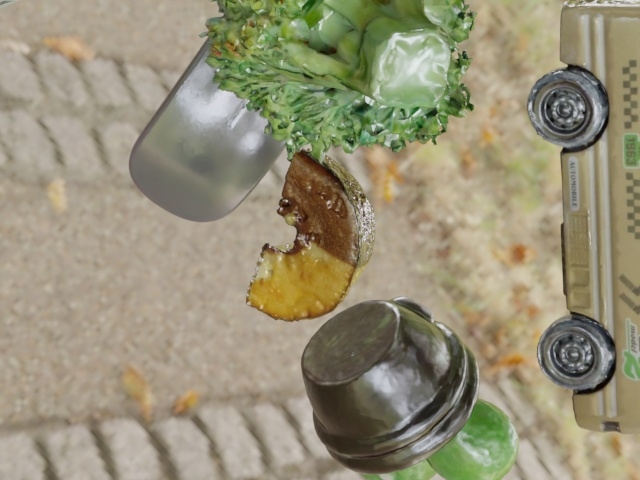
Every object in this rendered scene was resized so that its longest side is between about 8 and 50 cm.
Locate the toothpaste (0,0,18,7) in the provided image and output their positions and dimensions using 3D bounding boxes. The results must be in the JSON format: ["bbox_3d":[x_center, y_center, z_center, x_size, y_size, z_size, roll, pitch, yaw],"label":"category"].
[{"bbox_3d":[-0.338,-0.269,1.625,0.081,0.337,0.067,-4,87,-42],"label":"toothpaste"}]

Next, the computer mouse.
[{"bbox_3d":[-0.082,-0.121,1.504,0.120,0.232,0.057,34,8,-20],"label":"computer mouse"}]

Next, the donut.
[{"bbox_3d":[-0.001,0.002,1.959,0.141,0.217,0.085,32,27,18],"label":"donut"}]

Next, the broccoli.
[{"bbox_3d":[0.037,-0.129,0.976,0.194,0.219,0.194,27,14,-7],"label":"broccoli"}]

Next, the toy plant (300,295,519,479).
[{"bbox_3d":[0.085,0.175,1.653,0.235,0.218,0.175,52,58,-31],"label":"toy plant"}]

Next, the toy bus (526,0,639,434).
[{"bbox_3d":[0.231,-0.021,1.058,0.139,0.157,0.289,-28,118,-61],"label":"toy bus"}]
